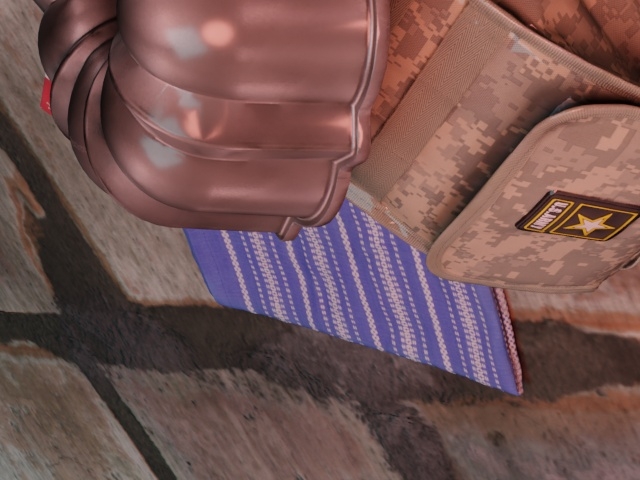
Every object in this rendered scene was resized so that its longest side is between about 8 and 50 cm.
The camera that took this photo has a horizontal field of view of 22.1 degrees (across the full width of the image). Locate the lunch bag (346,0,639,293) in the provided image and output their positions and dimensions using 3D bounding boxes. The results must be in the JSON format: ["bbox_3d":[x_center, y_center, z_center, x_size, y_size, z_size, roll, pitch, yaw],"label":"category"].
[{"bbox_3d":[0.116,-0.095,0.987,0.287,0.169,0.235,38,148,1],"label":"lunch bag"}]

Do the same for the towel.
[{"bbox_3d":[0.000,0.000,1.336,0.336,0.040,0.243,15,138,38],"label":"towel"}]

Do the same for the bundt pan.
[{"bbox_3d":[-0.085,-0.157,0.930,0.331,0.124,0.331,172,90,-68],"label":"bundt pan"}]

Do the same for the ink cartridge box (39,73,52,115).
[{"bbox_3d":[-0.163,-0.146,1.297,0.099,0.056,0.135,33,129,24],"label":"ink cartridge box"}]
